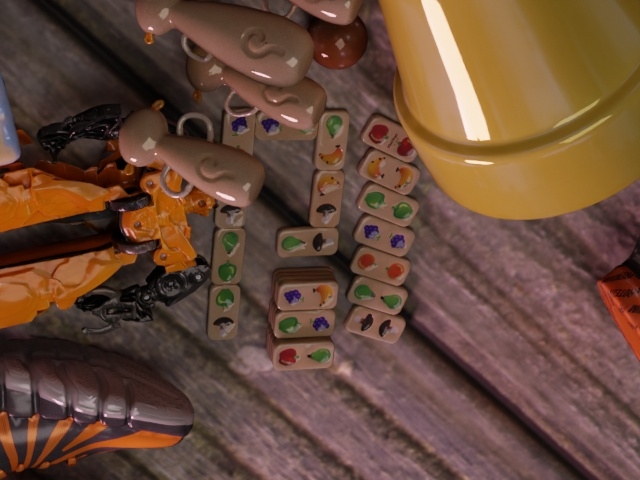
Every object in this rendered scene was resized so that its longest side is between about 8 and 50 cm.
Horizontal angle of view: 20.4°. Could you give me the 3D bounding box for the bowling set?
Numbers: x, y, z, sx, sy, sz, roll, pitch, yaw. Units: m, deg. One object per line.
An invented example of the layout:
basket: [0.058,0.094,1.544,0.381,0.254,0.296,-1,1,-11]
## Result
bowling set: [-0.059,-0.172,1.481,0.154,0.200,0.287,24,96,15]

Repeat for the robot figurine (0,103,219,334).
robot figurine: [-0.233,-0.015,1.527,0.291,0.085,0.211,-12,119,-10]

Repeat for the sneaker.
sneaker: [-0.282,0.185,1.585,0.321,0.124,0.180,10,106,-14]

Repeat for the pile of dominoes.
pile of dominoes: [0.000,0.000,1.629,0.196,0.040,0.251,-2,117,-15]

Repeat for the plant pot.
plant pot: [0.157,-0.186,1.434,0.254,0.254,0.239,-33,133,2]

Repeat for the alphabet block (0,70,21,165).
alphabet block: [-0.354,-0.154,1.363,0.197,0.192,0.193,-15,117,-10]

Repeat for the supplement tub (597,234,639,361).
supplement tub: [0.445,0.016,1.671,0.338,0.207,0.207,-32,120,1]
